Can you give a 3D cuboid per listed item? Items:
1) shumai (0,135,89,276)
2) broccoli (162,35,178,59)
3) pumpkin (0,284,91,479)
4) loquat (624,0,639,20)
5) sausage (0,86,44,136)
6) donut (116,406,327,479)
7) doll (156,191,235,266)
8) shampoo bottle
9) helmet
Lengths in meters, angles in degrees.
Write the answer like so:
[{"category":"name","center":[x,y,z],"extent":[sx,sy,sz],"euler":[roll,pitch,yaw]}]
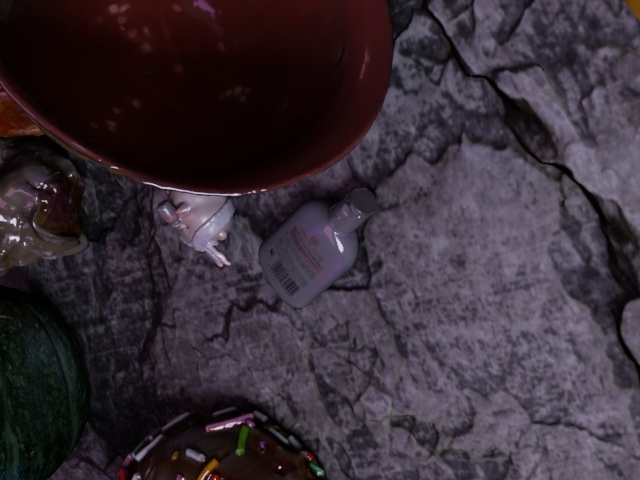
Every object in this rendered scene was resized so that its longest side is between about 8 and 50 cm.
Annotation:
[{"category":"shumai","center":[-0.349,-0.029,1.886],"extent":[0.185,0.218,0.184],"euler":[17,97,-4]},{"category":"broccoli","center":[-0.162,-0.190,1.640],"extent":[0.095,0.092,0.097],"euler":[36,150,46]},{"category":"pumpkin","center":[-0.388,0.177,1.899],"extent":[0.196,0.293,0.264],"euler":[12,106,40]},{"category":"loquat","center":[0.287,-0.223,1.046],"extent":[0.235,0.235,0.235],"euler":[22,123,39]},{"category":"sausage","center":[-0.357,-0.231,1.776],"extent":[0.141,0.153,0.268],"euler":[-39,78,23]},{"category":"donut","center":[-0.110,0.314,1.786],"extent":[0.345,0.136,0.259],"euler":[-26,91,48]},{"category":"doll","center":[-0.129,-0.030,1.681],"extent":[0.073,0.084,0.127],"euler":[-22,84,50]},{"category":"shampoo bottle","center":[0.000,0.000,1.593],"extent":[0.080,0.040,0.165],"euler":[58,138,11]},{"category":"helmet","center":[-0.137,-0.184,1.486],"extent":[0.385,0.338,0.230],"euler":[34,161,-3]}]
